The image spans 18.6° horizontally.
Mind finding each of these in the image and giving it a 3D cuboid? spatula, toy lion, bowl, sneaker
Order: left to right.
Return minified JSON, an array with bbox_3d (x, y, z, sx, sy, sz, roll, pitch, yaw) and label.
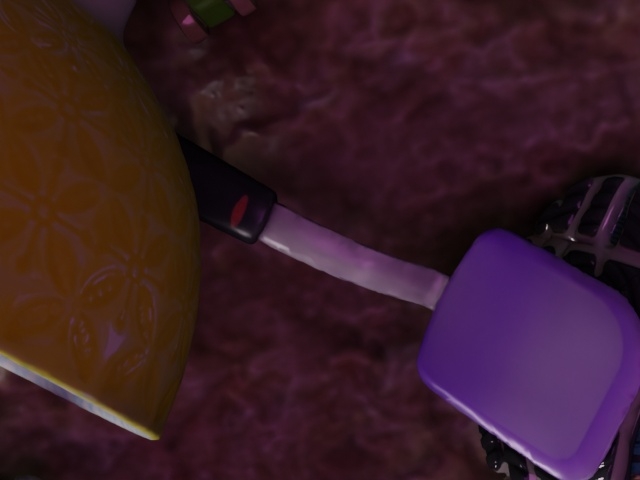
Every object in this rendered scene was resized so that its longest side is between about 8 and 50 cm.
[{"bbox_3d":[-0.156,-0.056,0.751,0.289,0.289,0.156,28,82,-10],"label":"bowl"},{"bbox_3d":[-0.072,-0.141,0.799,0.034,0.096,0.100,-30,148,10],"label":"toy lion"},{"bbox_3d":[0.000,0.000,0.836,0.296,0.030,0.084,28,107,7],"label":"spatula"},{"bbox_3d":[0.138,0.102,0.889,0.110,0.107,0.275,-9,107,-31],"label":"sneaker"}]

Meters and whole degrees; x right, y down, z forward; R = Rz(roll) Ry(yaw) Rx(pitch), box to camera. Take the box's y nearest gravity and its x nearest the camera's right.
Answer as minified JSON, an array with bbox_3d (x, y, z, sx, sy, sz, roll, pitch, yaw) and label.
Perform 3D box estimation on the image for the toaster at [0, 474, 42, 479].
[{"bbox_3d":[-0.142,0.213,0.910,0.168,0.110,0.185,29,107,-9],"label":"toaster"}]
